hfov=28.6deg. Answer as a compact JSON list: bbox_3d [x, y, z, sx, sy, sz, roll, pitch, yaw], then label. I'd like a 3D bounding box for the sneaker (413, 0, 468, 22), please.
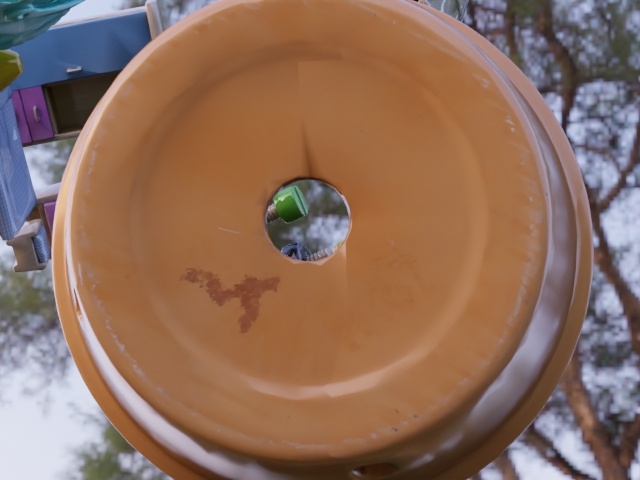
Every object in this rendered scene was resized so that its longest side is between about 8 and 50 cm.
[{"bbox_3d":[0.116,-0.269,1.313,0.094,0.091,0.258,19,-58,22],"label":"sneaker"}]

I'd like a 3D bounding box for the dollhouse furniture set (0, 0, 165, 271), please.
[{"bbox_3d":[-0.244,-0.091,1.240,0.198,0.303,0.286,-11,-72,1],"label":"dollhouse furniture set"}]

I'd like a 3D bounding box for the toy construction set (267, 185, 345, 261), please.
[{"bbox_3d":[0.082,0.095,1.222,0.237,0.309,0.257,-24,-59,17],"label":"toy construction set"}]

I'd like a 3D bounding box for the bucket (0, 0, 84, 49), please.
[{"bbox_3d":[-0.281,-0.285,0.974,0.281,0.281,0.183,12,-11,-13],"label":"bucket"}]

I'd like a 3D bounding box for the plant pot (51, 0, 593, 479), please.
[{"bbox_3d":[0.000,0.000,0.608,0.291,0.290,0.203,4,-5,2],"label":"plant pot"}]
